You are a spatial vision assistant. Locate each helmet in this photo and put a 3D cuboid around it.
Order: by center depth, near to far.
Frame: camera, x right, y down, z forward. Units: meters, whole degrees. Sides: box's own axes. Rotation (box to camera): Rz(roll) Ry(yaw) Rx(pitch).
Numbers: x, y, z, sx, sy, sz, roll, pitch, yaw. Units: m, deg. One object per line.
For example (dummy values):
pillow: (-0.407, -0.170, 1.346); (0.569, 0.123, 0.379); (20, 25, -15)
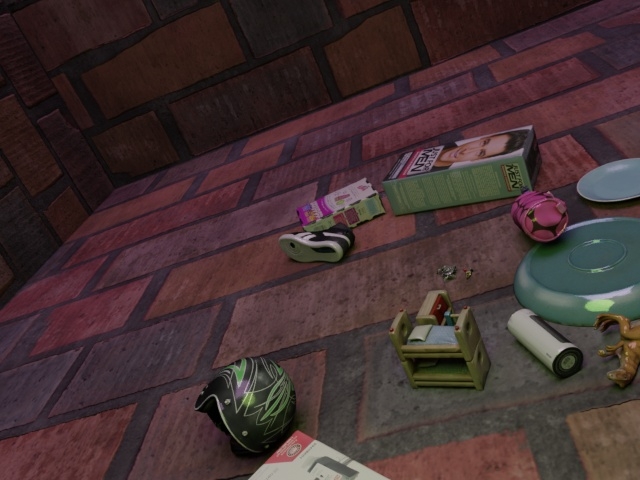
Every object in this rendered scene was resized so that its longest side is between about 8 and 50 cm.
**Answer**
helmet: (-0.122, 0.285, 1.076); (0.161, 0.169, 0.169); (-26, 18, 43)

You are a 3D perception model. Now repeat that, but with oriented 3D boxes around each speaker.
speaker: (0.361, 0.164, 0.999); (0.055, 0.055, 0.136); (-26, 23, -4)

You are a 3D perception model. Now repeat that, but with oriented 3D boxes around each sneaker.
sneaker: (0.000, 0.000, 1.662); (0.217, 0.079, 0.121); (8, 36, 38)

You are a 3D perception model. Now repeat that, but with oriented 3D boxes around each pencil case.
pencil case: (0.444, -0.056, 1.248); (0.098, 0.095, 0.209); (-30, 4, 14)

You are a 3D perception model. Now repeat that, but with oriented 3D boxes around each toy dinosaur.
toy dinosaur: (0.488, 0.141, 0.939); (0.211, 0.064, 0.112); (-43, 47, -17)

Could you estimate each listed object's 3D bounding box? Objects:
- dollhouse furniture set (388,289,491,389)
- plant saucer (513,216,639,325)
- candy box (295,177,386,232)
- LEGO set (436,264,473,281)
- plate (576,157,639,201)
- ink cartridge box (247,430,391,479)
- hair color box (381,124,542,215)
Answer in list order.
dollhouse furniture set: (0.223, 0.146, 1.072); (0.129, 0.129, 0.183); (-7, 29, 34)
plant saucer: (0.509, 0.040, 1.129); (0.317, 0.043, 0.317); (-21, 25, 10)
candy box: (0.055, -0.085, 1.779); (0.233, 0.071, 0.159); (-25, 23, 1)
LEGO set: (0.283, 0.064, 1.315); (0.083, 0.023, 0.054); (-12, 27, 26)
plate: (0.662, -0.126, 1.347); (0.188, 0.024, 0.188); (-21, 25, 10)
ink cartridge box: (-0.004, 0.380, 0.856); (0.158, 0.092, 0.218); (-39, 30, -29)
hair color box: (0.372, -0.182, 1.626); (0.374, 0.113, 0.185); (-8, 29, 32)
